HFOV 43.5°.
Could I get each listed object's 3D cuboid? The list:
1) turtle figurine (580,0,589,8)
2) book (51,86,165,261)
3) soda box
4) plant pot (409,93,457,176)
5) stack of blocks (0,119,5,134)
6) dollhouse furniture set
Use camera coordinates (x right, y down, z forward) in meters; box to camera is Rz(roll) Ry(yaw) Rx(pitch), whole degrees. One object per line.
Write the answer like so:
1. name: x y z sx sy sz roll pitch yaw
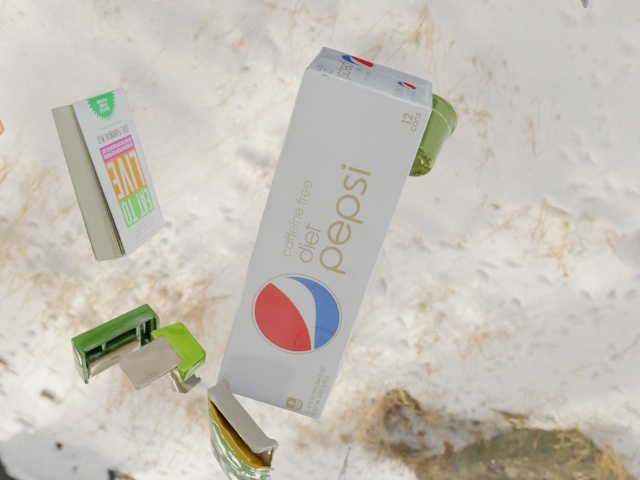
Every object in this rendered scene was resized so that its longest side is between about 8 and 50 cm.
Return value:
1. turtle figurine: 0.337 -0.483 1.102 0.275 0.266 0.198 21 179 31
2. book: -0.196 -0.065 0.758 0.035 0.096 0.144 -9 107 20
3. soda box: 0.000 0.000 0.492 0.074 0.069 0.216 18 115 0
4. plant pot: 0.115 -0.120 0.956 0.083 0.079 0.083 12 144 9
5. stack of blocks: -0.562 -0.247 1.064 0.171 0.087 0.297 15 142 17
6. dollhouse furniture set: -0.094 0.108 0.509 0.151 0.058 0.076 45 147 25
